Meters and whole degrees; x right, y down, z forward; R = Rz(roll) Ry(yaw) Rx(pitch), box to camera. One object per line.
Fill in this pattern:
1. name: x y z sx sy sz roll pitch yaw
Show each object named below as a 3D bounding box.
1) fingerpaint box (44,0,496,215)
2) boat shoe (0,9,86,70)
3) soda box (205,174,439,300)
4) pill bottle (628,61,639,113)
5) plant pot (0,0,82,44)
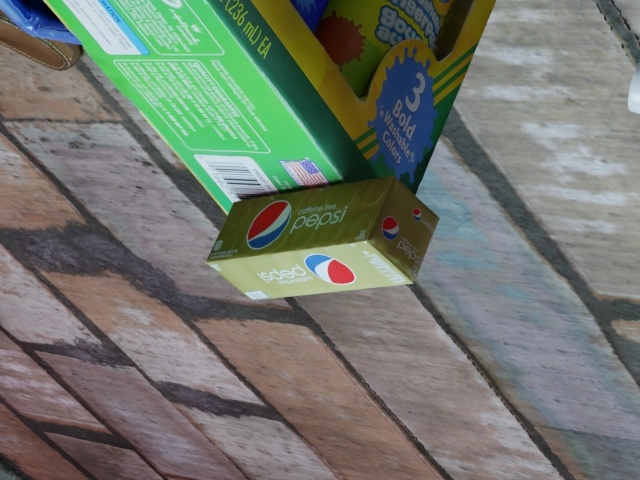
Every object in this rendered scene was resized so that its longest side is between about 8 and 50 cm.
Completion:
1. fingerpaint box: -0.032 -0.269 1.478 0.163 0.371 0.445 4 147 35
2. boat shoe: -0.407 -0.265 2.175 0.307 0.104 0.111 32 155 -13
3. soda box: 0.000 0.000 1.469 0.181 0.061 0.058 -7 141 46
4. pill bottle: 0.344 -0.128 1.770 0.120 0.067 0.067 15 154 22
5. plant pot: -0.187 -0.314 1.713 0.236 0.212 0.236 9 158 29
